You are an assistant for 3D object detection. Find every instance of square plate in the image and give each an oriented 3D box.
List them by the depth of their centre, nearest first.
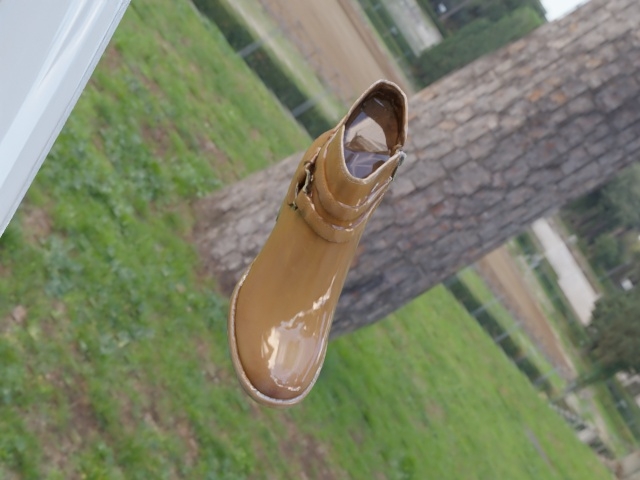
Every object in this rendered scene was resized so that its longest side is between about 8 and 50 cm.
[{"bbox_3d":[-0.216,-0.168,0.694,0.049,0.344,0.347,29,-1,-39],"label":"square plate"}]

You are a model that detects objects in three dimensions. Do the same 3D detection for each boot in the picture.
[{"bbox_3d":[0.000,0.000,0.718,0.073,0.152,0.197,18,59,-14],"label":"boot"}]
